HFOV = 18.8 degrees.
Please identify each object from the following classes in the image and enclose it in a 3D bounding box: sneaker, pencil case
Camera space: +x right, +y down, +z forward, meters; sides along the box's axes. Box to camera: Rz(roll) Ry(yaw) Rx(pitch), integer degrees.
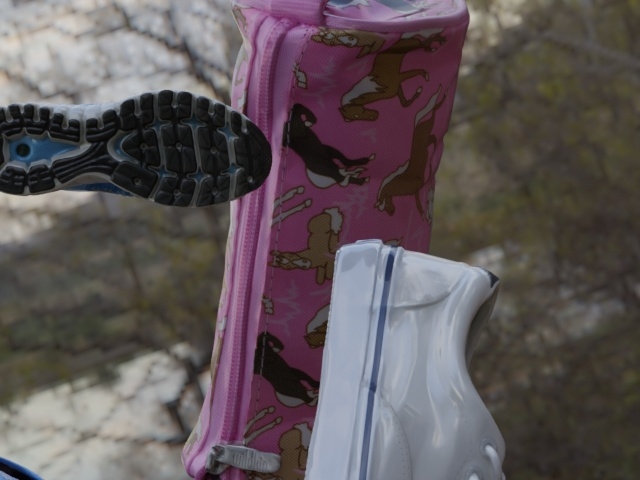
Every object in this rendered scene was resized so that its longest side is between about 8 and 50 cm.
[{"bbox_3d":[0.041,0.114,0.898,0.091,0.258,0.094,3,-27,6],"label":"sneaker"},{"bbox_3d":[0.000,0.000,1.304,0.160,0.386,0.167,6,22,-5],"label":"pencil case"},{"bbox_3d":[-0.105,-0.054,1.067,0.162,0.063,0.073,5,5,7],"label":"sneaker"}]

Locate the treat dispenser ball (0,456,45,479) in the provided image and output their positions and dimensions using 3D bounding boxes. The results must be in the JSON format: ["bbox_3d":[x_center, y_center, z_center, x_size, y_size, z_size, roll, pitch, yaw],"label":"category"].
[{"bbox_3d":[-0.280,0.288,1.363,0.288,0.288,0.288,-19,-2,-1],"label":"treat dispenser ball"}]
